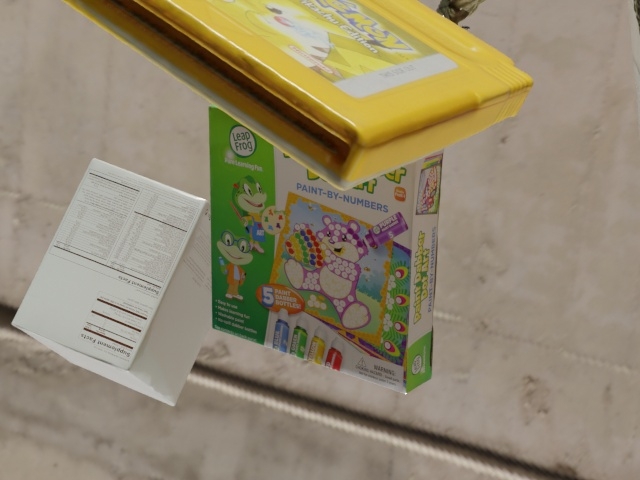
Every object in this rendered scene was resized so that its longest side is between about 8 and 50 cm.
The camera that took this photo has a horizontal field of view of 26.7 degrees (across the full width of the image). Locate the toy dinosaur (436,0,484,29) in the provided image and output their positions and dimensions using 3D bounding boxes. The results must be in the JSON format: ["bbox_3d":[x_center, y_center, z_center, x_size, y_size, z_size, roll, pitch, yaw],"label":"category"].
[{"bbox_3d":[0.097,-0.172,1.417,0.118,0.268,0.064,46,-19,22],"label":"toy dinosaur"}]

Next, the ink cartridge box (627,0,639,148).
[{"bbox_3d":[0.284,-0.160,1.094,0.091,0.385,0.308,-8,-65,8],"label":"ink cartridge box"}]

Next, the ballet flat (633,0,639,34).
[{"bbox_3d":[0.147,-0.215,0.390,0.483,0.164,0.182,79,-14,-44],"label":"ballet flat"}]

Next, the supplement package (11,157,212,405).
[{"bbox_3d":[-0.209,0.051,1.519,0.149,0.194,0.203,20,-104,15],"label":"supplement package"}]

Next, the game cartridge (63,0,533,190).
[{"bbox_3d":[-0.009,-0.162,1.035,0.285,0.323,0.053,35,-60,17],"label":"game cartridge"}]

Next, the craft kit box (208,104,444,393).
[{"bbox_3d":[0.000,0.000,1.327,0.250,0.061,0.247,15,-68,34],"label":"craft kit box"}]
